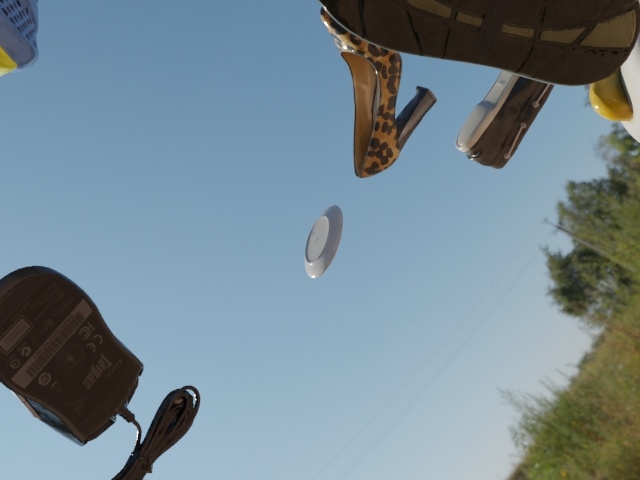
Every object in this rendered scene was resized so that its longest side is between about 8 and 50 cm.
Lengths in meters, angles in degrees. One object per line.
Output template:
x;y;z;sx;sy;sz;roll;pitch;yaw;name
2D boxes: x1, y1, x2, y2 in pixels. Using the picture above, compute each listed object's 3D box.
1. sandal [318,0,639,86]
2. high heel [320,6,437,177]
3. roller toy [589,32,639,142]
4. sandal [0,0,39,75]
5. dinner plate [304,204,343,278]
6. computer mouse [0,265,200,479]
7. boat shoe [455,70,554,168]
0.117;-0.207;0.565;0.086;0.303;0.120;-98;29;-57;sandal
0.054;-0.229;1.082;0.261;0.093;0.186;38;-92;-29;high heel
0.436;-0.189;0.762;0.209;0.191;0.146;-44;-25;-7;roller toy
-0.296;-0.293;0.617;0.138;0.317;0.126;-18;-20;-2;sandal
0.000;0.000;1.243;0.017;0.141;0.141;20;-77;-22;dinner plate
-0.231;0.151;0.589;0.184;0.060;0.262;-58;-43;-25;computer mouse
0.367;-0.274;1.179;0.335;0.096;0.112;-55;17;21;boat shoe
